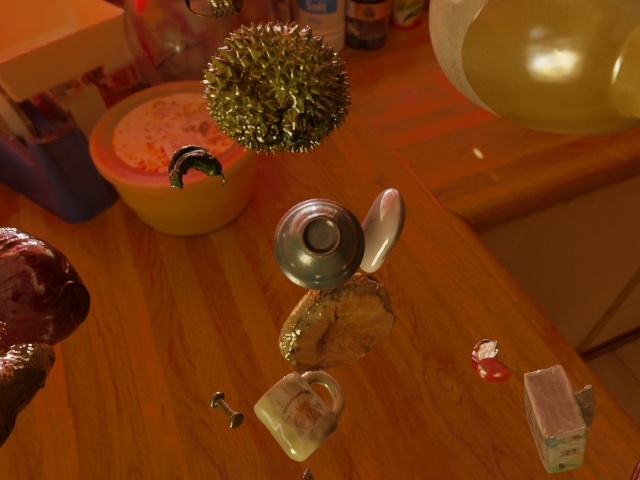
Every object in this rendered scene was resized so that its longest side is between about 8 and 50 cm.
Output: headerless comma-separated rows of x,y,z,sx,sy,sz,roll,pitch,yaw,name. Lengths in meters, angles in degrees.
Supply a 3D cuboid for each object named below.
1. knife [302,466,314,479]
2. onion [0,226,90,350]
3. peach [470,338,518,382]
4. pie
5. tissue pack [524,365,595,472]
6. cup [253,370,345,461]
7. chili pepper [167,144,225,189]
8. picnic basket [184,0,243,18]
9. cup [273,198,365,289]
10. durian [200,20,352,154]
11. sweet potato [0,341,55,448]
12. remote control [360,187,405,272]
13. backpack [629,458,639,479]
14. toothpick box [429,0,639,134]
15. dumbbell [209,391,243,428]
-0.028,0.492,1.054,0.019,0.313,0.044,18,62,11,knife
-0.555,0.086,0.964,0.206,0.206,0.216,13,18,16,onion
0.527,0.377,1.579,0.151,0.151,0.118,33,71,25,peach
0.049,0.220,1.333,0.340,0.339,0.083,-21,45,-15,pie
0.564,0.412,1.197,0.145,0.229,0.159,-16,45,11,tissue pack
-0.048,0.501,1.514,0.202,0.173,0.255,46,19,16,cup
-0.337,-0.207,1.461,0.065,0.122,0.279,1,8,22,chili pepper
-0.157,-0.356,0.741,0.083,0.072,0.072,5,51,8,picnic basket
0.000,0.000,1.050,0.199,0.150,0.199,0,83,-2,cup
-0.082,-0.270,0.935,0.291,0.291,0.224,-9,91,-6,durian
-0.385,0.214,0.466,0.131,0.130,0.422,14,33,12,sweet potato
0.206,-0.032,1.815,0.104,0.332,0.221,8,44,-17,remote control
0.273,0.223,0.315,0.229,0.139,0.229,7,65,-14,backpack
0.432,-0.383,0.852,0.409,0.408,0.425,-34,46,-24,toothpick box
-0.270,0.487,1.489,0.046,0.052,0.118,-15,36,-43,dumbbell
